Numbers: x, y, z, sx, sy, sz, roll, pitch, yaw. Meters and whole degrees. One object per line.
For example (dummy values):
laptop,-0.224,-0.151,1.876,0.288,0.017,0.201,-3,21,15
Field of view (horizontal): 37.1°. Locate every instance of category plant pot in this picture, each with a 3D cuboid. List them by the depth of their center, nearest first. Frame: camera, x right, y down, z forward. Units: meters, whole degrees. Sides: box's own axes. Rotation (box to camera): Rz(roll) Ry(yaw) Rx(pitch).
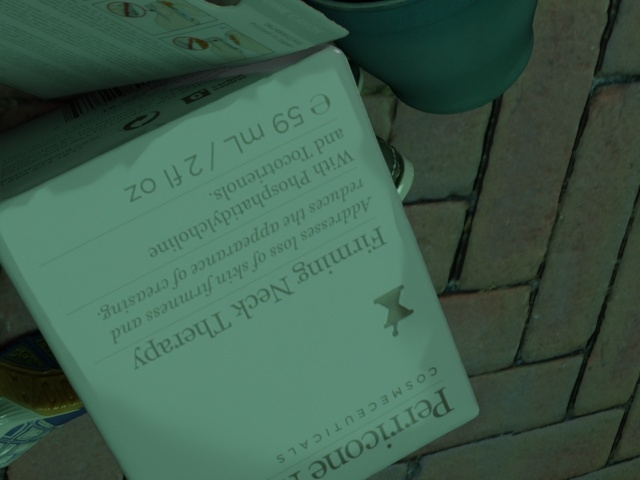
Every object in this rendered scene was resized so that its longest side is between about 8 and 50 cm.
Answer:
plant pot,0.120,-0.280,1.031,0.271,0.271,0.255,-42,144,-1

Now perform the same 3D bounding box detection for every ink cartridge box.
ink cartridge box,-0.215,-0.217,0.750,0.308,0.385,0.091,18,72,-52

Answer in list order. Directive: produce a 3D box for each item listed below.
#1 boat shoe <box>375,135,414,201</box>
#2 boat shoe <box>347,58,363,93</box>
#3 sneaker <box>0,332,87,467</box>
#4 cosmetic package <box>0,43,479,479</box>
boat shoe,-0.002,-0.002,1.221,0.091,0.109,0.305,33,92,-40
boat shoe,-0.032,-0.141,1.135,0.206,0.075,0.065,-47,134,9
sneaker,-0.369,0.203,1.145,0.296,0.112,0.131,-19,148,-22
cosmetic package,-0.100,0.031,0.962,0.329,0.327,0.394,-28,113,-9
